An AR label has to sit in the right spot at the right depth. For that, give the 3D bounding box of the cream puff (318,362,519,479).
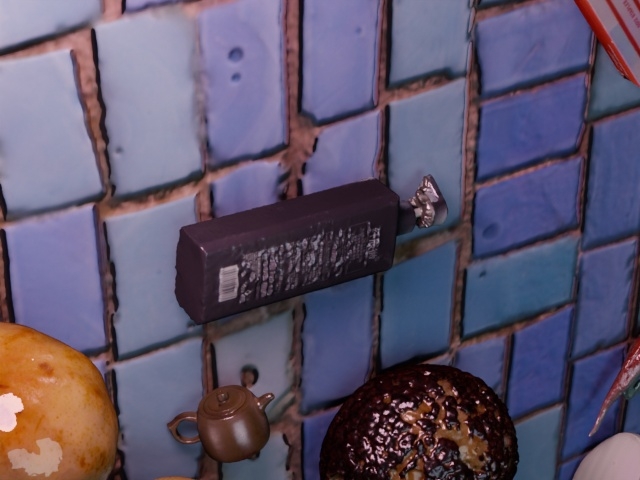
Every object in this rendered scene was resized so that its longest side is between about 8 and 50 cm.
[{"bbox_3d":[0.120,0.260,1.810,0.239,0.165,0.239,-20,132,-24],"label":"cream puff"}]

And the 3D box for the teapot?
[{"bbox_3d":[-0.104,0.189,1.665,0.121,0.076,0.068,-12,120,7],"label":"teapot"}]

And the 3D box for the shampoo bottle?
[{"bbox_3d":[0.000,0.001,1.610,0.309,0.071,0.098,-15,126,-29],"label":"shampoo bottle"}]

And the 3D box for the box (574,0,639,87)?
[{"bbox_3d":[0.338,-0.275,1.691,0.123,0.050,0.229,-45,136,0],"label":"box"}]

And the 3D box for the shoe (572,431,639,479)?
[{"bbox_3d":[0.397,0.371,2.150,0.110,0.095,0.265,3,122,-44],"label":"shoe"}]

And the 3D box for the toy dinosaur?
[{"bbox_3d":[0.427,0.154,2.046,0.242,0.053,0.167,-36,133,-11],"label":"toy dinosaur"}]

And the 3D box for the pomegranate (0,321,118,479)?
[{"bbox_3d":[-0.290,0.174,1.421,0.207,0.207,0.207,-19,128,-26],"label":"pomegranate"}]

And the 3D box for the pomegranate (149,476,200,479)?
[{"bbox_3d":[-0.156,0.394,1.602,0.307,0.307,0.307,-19,128,-26],"label":"pomegranate"}]
